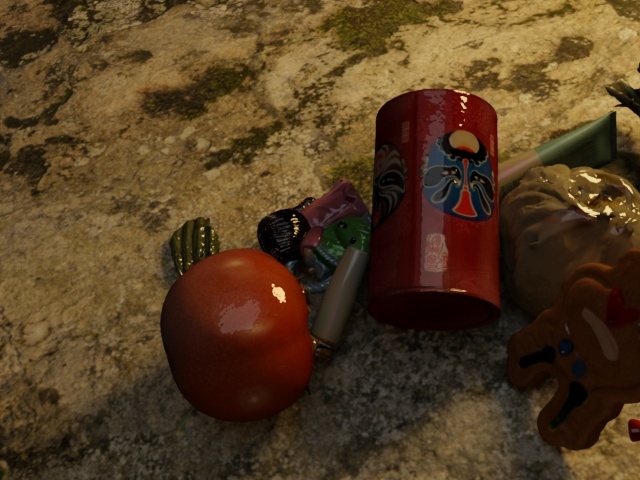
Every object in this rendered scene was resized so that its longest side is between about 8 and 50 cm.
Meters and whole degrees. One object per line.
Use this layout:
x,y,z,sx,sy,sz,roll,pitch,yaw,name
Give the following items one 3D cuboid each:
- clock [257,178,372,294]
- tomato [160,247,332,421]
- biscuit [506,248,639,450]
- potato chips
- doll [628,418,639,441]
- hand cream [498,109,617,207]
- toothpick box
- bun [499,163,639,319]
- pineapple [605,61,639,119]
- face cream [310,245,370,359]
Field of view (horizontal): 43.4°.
0.000,0.000,1.378,0.195,0.100,0.194,-24,53,-6,clock
-0.120,0.141,1.199,0.224,0.256,0.256,-14,49,-20,tomato
0.373,0.136,1.077,0.047,0.334,0.202,5,47,-33,biscuit
-0.221,0.035,1.439,0.092,0.028,0.207,-17,50,-1,potato chips
0.579,0.285,0.966,0.384,0.099,0.188,-5,89,27,doll
0.381,-0.121,1.405,0.312,0.111,0.070,-23,42,0,hand cream
0.179,-0.044,1.261,0.204,0.204,0.333,0,69,11,toothpick box
0.400,-0.002,1.233,0.281,0.205,0.281,-6,52,8,bun
0.578,-0.174,1.370,0.130,0.119,0.277,4,55,-18,pineapple
0.028,0.099,1.275,0.051,0.072,0.182,23,89,2,face cream
